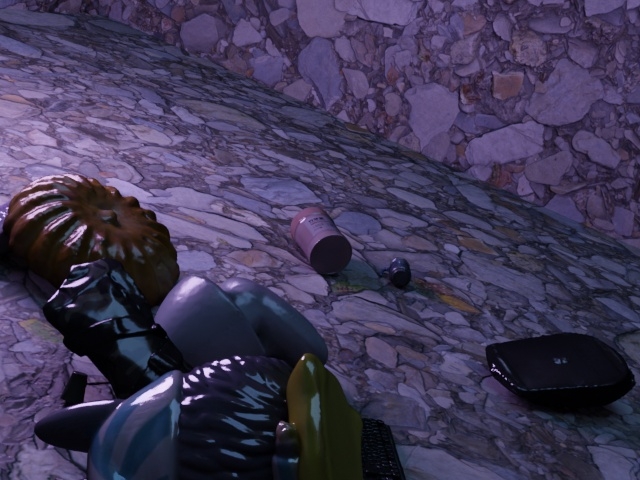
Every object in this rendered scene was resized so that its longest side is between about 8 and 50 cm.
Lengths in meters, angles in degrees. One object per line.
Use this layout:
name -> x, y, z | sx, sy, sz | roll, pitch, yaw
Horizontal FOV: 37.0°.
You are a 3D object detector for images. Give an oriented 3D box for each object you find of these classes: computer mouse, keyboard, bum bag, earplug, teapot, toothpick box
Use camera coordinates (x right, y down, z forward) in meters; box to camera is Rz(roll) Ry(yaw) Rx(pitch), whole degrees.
computer mouse -> 0.454, 0.258, 1.829 | 0.295, 0.087, 0.168 | -2, 31, -16
keyboard -> 0.079, 0.325, 1.386 | 0.093, 0.025, 0.230 | 11, 20, -12
bum bag -> -0.249, 0.165, 1.302 | 0.144, 0.095, 0.340 | -25, 72, -45
earplug -> -0.125, 0.149, 1.497 | 0.214, 0.175, 0.325 | 27, 11, 36
teapot -> 0.171, 0.075, 2.138 | 0.049, 0.063, 0.083 | 48, 12, -11
toothpick box -> 0.000, 0.000, 2.092 | 0.098, 0.098, 0.149 | 10, 22, -24

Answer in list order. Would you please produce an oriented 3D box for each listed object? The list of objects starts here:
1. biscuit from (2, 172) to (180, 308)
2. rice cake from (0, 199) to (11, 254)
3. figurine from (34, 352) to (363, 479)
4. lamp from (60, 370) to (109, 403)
biscuit -> -0.390, -0.011, 1.682 | 0.325, 0.107, 0.326 | 28, 25, -14
rice cake -> -0.571, 0.012, 1.588 | 0.064, 0.070, 0.399 | 23, 20, 1
figurine -> -0.141, 0.315, 1.051 | 0.377, 0.266, 0.361 | -11, 45, 11
lamp -> -0.295, 0.206, 1.331 | 0.121, 0.054, 0.041 | 16, -1, -24
